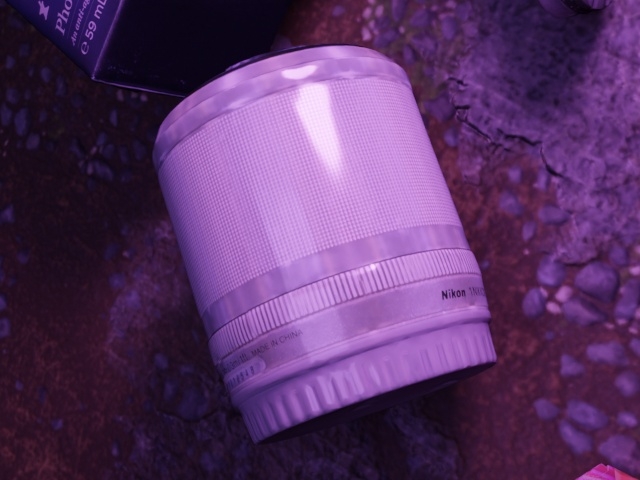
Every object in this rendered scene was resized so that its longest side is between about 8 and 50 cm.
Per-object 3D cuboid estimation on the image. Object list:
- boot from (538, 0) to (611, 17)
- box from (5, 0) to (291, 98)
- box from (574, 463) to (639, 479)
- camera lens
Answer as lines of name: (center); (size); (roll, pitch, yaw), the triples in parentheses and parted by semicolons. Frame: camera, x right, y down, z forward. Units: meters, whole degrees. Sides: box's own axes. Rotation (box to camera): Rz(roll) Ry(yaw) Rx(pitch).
boot: (0.105, -0.303, 0.854); (0.223, 0.118, 0.338); (-21, 70, 32)
box: (-0.157, -0.319, 0.897); (0.294, 0.183, 0.296); (41, 114, 35)
box: (0.200, 0.332, 0.728); (0.154, 0.142, 0.300); (24, 98, 28)
camera lens: (0.000, 0.000, 0.812); (0.219, 0.219, 0.274); (-25, 75, 25)
